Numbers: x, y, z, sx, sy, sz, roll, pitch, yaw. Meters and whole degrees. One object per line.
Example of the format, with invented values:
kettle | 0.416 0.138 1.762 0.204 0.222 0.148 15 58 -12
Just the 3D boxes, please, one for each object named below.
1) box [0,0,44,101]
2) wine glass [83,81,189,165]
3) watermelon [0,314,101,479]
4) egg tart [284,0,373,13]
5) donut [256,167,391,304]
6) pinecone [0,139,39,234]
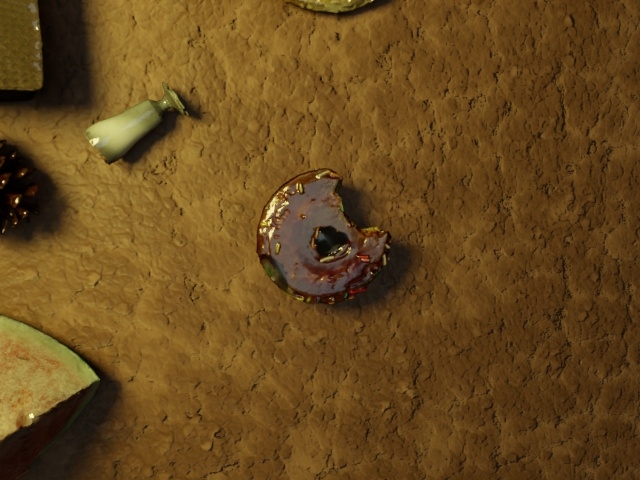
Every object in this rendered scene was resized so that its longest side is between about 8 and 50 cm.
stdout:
box | -0.506 -0.339 0.775 0.184 0.143 0.274 -8 97 -32
wine glass | -0.297 -0.191 0.892 0.155 0.072 0.072 -35 101 -7
watermelon | -0.549 0.256 0.811 0.250 0.292 0.283 30 90 17
egg tart | 0.016 -0.533 0.893 0.314 0.120 0.315 -1 96 -10
donut | -0.001 -0.001 0.956 0.230 0.096 0.216 37 91 -12
pinecone | -0.507 -0.081 0.826 0.165 0.163 0.163 35 88 -33
